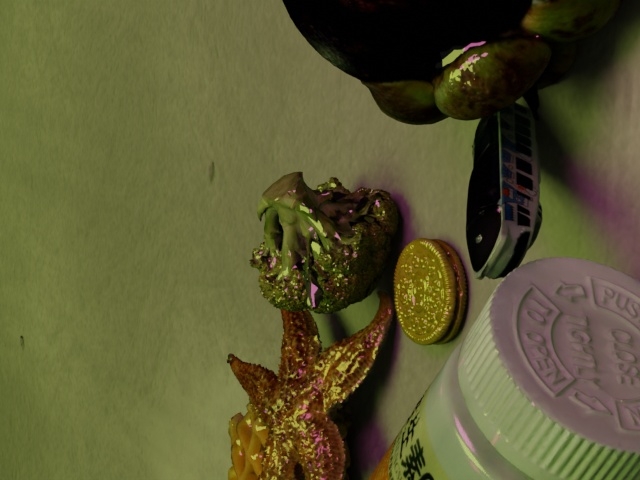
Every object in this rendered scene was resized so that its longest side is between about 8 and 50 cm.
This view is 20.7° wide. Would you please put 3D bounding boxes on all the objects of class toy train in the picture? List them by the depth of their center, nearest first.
[{"bbox_3d":[0.122,-0.033,1.171,0.207,0.047,0.043,-78,15,-61],"label":"toy train"}]

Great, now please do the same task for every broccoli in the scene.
[{"bbox_3d":[0.000,0.000,1.421,0.120,0.131,0.130,57,165,-25],"label":"broccoli"}]

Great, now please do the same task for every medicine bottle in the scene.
[{"bbox_3d":[0.119,0.169,1.168,0.318,0.158,0.158,-63,40,44],"label":"medicine bottle"}]

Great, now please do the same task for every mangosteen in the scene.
[{"bbox_3d":[0.082,-0.189,1.175,0.243,0.243,0.243,6,97,62],"label":"mangosteen"}]

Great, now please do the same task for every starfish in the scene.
[{"bbox_3d":[-0.016,0.133,1.471,0.240,0.043,0.227,-51,44,18],"label":"starfish"}]

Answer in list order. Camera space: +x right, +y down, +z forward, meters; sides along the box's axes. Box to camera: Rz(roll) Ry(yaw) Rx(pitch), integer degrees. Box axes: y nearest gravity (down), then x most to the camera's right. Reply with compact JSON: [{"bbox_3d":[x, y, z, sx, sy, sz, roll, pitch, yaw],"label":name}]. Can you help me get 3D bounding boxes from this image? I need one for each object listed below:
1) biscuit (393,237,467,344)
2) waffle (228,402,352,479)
[{"bbox_3d":[0.085,0.040,1.365,0.084,0.023,0.084,1,91,61],"label":"biscuit"},{"bbox_3d":[-0.029,0.257,1.566,0.245,0.052,0.254,-9,85,63],"label":"waffle"}]
